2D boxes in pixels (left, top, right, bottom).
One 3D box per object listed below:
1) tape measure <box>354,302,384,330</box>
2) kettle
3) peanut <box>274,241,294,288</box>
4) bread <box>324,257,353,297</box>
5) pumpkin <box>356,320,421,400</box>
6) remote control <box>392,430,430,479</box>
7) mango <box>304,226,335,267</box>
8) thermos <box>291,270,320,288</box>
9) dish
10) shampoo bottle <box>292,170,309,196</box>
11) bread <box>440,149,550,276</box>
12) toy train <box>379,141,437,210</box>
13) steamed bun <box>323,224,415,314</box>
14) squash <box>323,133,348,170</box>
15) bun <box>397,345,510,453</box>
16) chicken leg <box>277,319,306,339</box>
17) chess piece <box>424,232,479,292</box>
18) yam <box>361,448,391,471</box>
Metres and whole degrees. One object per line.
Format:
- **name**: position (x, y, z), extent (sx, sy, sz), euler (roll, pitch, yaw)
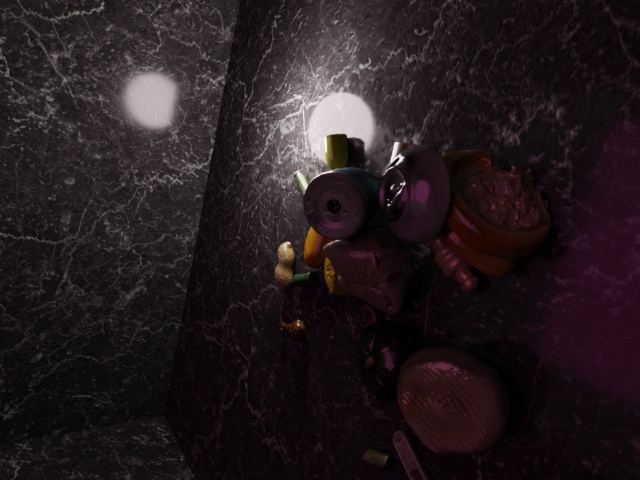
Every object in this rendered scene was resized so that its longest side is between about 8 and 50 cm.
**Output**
- **tape measure**: position (0.212, 0.336, 1.788), extent (0.118, 0.074, 0.125), euler (40, 119, 45)
- **kettle**: position (0.091, -0.156, 1.624), extent (0.319, 0.342, 0.247), euler (-25, 95, 33)
- **peanut**: position (-0.198, 0.137, 2.304), extent (0.117, 0.101, 0.263), euler (6, 90, 32)
- **bread**: position (0.097, 0.121, 1.896), extent (0.147, 0.160, 0.261), euler (15, 103, 57)
- **pumpkin**: position (0.270, 0.457, 1.604), extent (0.300, 0.207, 0.300), euler (13, 105, 63)
- **remote control**: position (0.349, 0.840, 1.586), extent (0.078, 0.042, 0.221), euler (-53, 50, 33)
- **mango**: position (0.005, 0.002, 2.054), extent (0.177, 0.120, 0.295), euler (47, 120, 52)
- **thermos**: position (-0.082, 0.207, 2.182), extent (0.187, 0.083, 0.073), euler (-14, 54, 51)
- **dish**: position (0.271, -0.149, 1.347), extent (0.324, 0.124, 0.324), euler (179, 90, -68)
- **shampoo bottle**: position (-0.091, -0.301, 2.250), extent (0.065, 0.065, 0.204), euler (-52, 49, 34)
- **bread**: position (0.532, -0.108, 1.354), extent (0.245, 0.329, 0.424), euler (77, 170, -57)
- **toy train**: position (0.352, -0.222, 1.574), extent (0.131, 0.202, 0.300), euler (26, 107, 52)
- **steamed bun**: position (0.212, 0.080, 1.656), extent (0.367, 0.255, 0.342), euler (22, 147, 31)
- **squash**: position (0.080, -0.420, 2.010), extent (0.123, 0.123, 0.187), euler (-14, 79, 50)
- **bun**: position (0.436, 0.501, 1.354), extent (0.365, 0.219, 0.365), euler (9, 107, 31)
- **chicken leg**: position (-0.157, 0.477, 2.239), extent (0.251, 0.087, 0.107), euler (-4, 65, 58)
- **chess piece**: position (0.466, 0.044, 1.485), extent (0.139, 0.124, 0.307), euler (-33, 60, 7)
- **yam**: position (0.234, 0.903, 1.704), extent (0.146, 0.069, 0.070), euler (-10, 78, 50)
